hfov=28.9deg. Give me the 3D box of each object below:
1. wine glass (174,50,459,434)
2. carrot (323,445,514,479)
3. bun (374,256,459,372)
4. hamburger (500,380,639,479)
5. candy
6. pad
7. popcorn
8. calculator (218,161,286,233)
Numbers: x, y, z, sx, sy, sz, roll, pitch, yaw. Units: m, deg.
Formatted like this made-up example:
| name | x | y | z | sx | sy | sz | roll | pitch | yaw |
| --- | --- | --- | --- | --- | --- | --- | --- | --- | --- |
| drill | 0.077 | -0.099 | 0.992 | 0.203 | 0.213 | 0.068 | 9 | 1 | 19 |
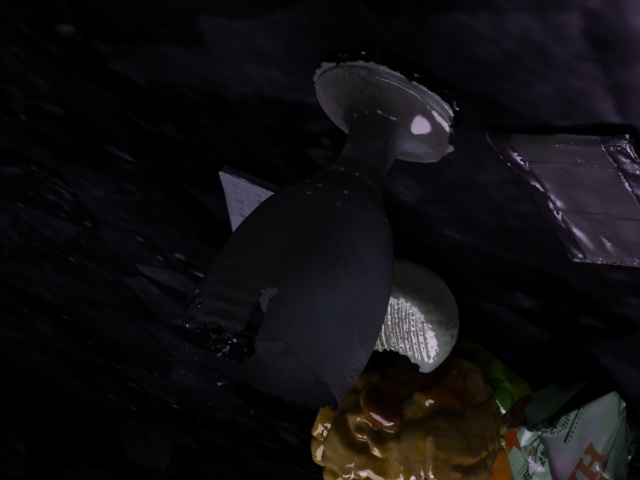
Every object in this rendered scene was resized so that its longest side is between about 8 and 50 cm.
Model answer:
| name | x | y | z | sx | sy | sz | roll | pitch | yaw |
| --- | --- | --- | --- | --- | --- | --- | --- | --- | --- |
| wine glass | 0.005 | -0.001 | 1.266 | 0.190 | 0.357 | 0.190 | 25 | 161 | 9 |
| carrot | 0.170 | 0.360 | 2.055 | 0.341 | 0.241 | 0.241 | 13 | 155 | 34 |
| bun | 0.085 | 0.095 | 1.700 | 0.213 | 0.126 | 0.203 | 20 | 132 | 3 |
| hamburger | 0.366 | 0.303 | 1.782 | 0.125 | 0.235 | 0.214 | 10 | 123 | 48 |
| candy | 0.255 | 0.228 | 1.879 | 0.246 | 0.069 | 0.149 | 48 | 147 | -11 |
| pad | 0.292 | -0.040 | 1.301 | 0.174 | 0.022 | 0.233 | 6 | 149 | 44 |
| popcorn | 0.116 | 0.302 | 1.790 | 0.265 | 0.225 | 0.332 | 6 | 133 | -15 |
| calculator | -0.061 | -0.018 | 1.756 | 0.161 | 0.021 | 0.261 | 23 | 158 | 12 |
